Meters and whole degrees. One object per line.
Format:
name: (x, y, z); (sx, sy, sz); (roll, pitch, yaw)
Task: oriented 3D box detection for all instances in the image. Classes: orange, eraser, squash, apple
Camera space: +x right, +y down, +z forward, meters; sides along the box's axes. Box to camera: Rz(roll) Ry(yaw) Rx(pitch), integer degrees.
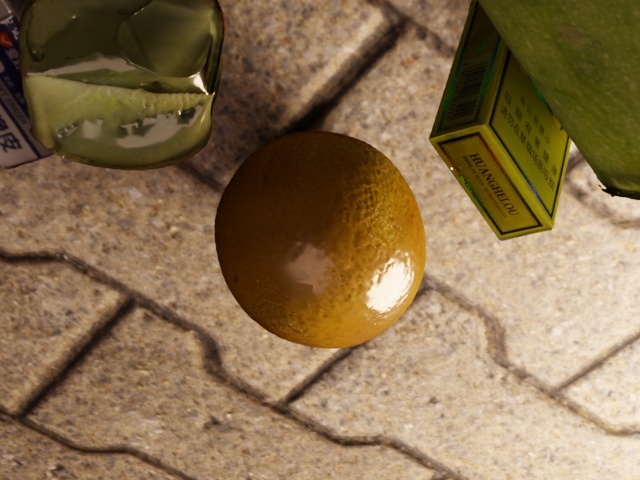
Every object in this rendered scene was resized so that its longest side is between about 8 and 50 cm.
orange: (0.000, 0.000, 1.330); (0.236, 0.236, 0.236); (2, 131, 3)
eraser: (-0.323, -0.181, 1.297); (0.125, 0.068, 0.210); (-15, 128, 20)
squash: (0.258, -0.244, 1.068); (0.263, 0.263, 0.384); (-24, 124, 23)
apple: (-0.187, -0.169, 1.221); (0.188, 0.173, 0.207); (4, 119, -6)

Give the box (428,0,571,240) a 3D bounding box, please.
box: (0.180, -0.128, 1.201); (0.064, 0.220, 0.141); (-13, 132, 36)
